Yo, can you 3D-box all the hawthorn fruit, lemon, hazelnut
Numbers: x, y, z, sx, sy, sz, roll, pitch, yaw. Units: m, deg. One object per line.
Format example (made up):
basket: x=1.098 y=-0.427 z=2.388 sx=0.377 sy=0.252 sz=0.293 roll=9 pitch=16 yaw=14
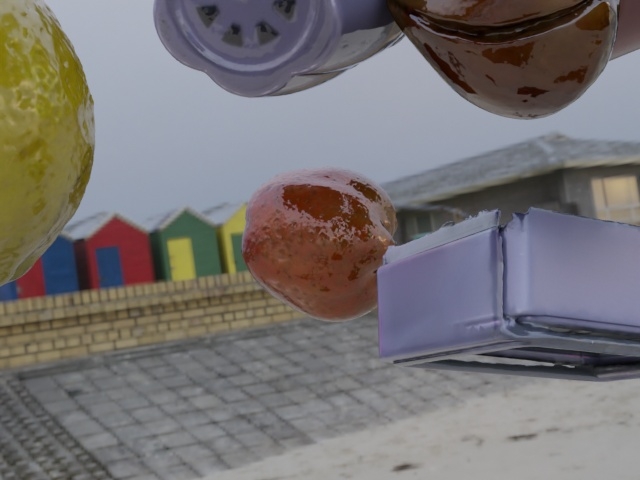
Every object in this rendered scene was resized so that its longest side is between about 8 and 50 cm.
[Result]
hawthorn fruit: x=0.000 y=0.000 z=1.037 sx=0.189 sy=0.189 sz=0.189 roll=-8 pitch=-3 yaw=0
lemon: x=-0.227 y=-0.070 z=0.519 sx=0.192 sy=0.231 sz=0.192 roll=-19 pitch=5 yaw=2
hazelnut: x=0.161 y=-0.208 z=0.828 sx=0.208 sy=0.208 sz=0.208 roll=-8 pitch=-3 yaw=0

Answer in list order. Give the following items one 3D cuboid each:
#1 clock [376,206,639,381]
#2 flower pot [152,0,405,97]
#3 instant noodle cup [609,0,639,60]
clock: x=0.145 y=0.039 z=0.547 sx=0.193 sy=0.073 sz=0.144 roll=8 pitch=-15 yaw=-24
flower pot: x=-0.041 y=-0.253 z=0.884 sx=0.265 sy=0.265 sz=0.243 roll=-9 pitch=23 yaw=21
instant noodle cup: x=0.293 y=-0.295 z=1.014 sx=0.178 sy=0.235 sz=0.235 roll=-17 pitch=-1 yaw=-13
